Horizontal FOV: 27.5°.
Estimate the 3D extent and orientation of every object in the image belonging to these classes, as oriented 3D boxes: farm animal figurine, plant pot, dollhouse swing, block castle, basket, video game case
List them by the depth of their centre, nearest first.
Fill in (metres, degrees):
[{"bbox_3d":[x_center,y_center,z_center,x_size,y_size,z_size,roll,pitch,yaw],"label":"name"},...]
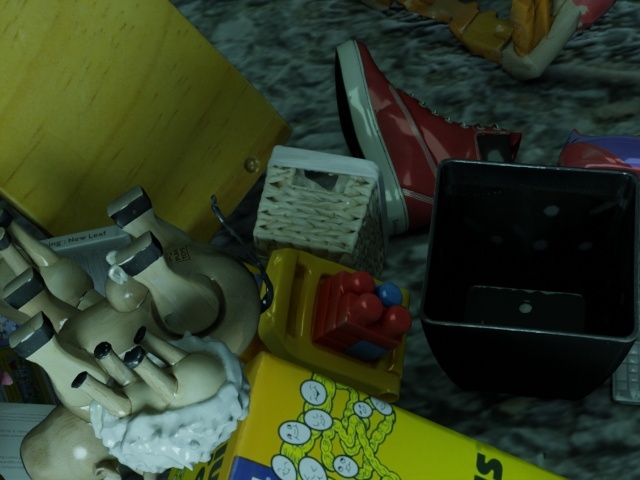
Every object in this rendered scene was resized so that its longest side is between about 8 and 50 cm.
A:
[{"bbox_3d":[-0.175,0.090,0.987,0.327,0.172,0.330,-27,35,21],"label":"farm animal figurine"},{"bbox_3d":[-0.252,0.087,1.218,0.193,0.212,0.023,-12,42,-4],"label":"video game case"},{"bbox_3d":[0.196,0.052,1.234,0.187,0.167,0.188,4,53,9],"label":"plant pot"},{"bbox_3d":[0.000,0.000,1.292,0.113,0.167,0.103,10,60,12],"label":"basket"},{"bbox_3d":[-0.259,-0.161,1.334,0.315,0.347,0.305,-54,26,-17],"label":"dollhouse swing"},{"bbox_3d":[0.173,-0.418,1.416,0.303,0.453,0.213,30,68,25],"label":"block castle"}]

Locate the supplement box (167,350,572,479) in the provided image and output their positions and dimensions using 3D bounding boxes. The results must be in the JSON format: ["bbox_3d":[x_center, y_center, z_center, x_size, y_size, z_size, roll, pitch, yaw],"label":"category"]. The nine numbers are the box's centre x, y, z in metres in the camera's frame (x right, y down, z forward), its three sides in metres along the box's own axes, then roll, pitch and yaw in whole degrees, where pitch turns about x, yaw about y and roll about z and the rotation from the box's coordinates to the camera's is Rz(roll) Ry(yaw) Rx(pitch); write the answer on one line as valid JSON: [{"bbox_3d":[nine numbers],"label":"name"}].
[{"bbox_3d":[0.057,0.262,0.983,0.356,0.195,0.194,24,54,-13],"label":"supplement box"}]

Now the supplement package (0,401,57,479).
[{"bbox_3d":[-0.298,0.288,1.035,0.199,0.198,0.262,10,40,-42],"label":"supplement package"}]

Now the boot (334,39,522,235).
[{"bbox_3d":[0.118,-0.129,1.429,0.176,0.088,0.244,-15,62,-7],"label":"boot"}]

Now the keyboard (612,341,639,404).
[{"bbox_3d":[0.409,0.134,1.250,0.256,0.014,0.072,4,54,7],"label":"keyboard"}]

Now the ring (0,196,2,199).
[{"bbox_3d":[-0.430,0.042,1.227,0.336,0.336,0.032,-41,100,-23],"label":"ring"}]

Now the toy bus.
[{"bbox_3d":[-0.023,0.077,1.167,0.220,0.211,0.149,22,58,-21],"label":"toy bus"}]

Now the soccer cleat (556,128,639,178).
[{"bbox_3d":[0.373,-0.073,1.369,0.248,0.083,0.095,5,49,11],"label":"soccer cleat"}]
